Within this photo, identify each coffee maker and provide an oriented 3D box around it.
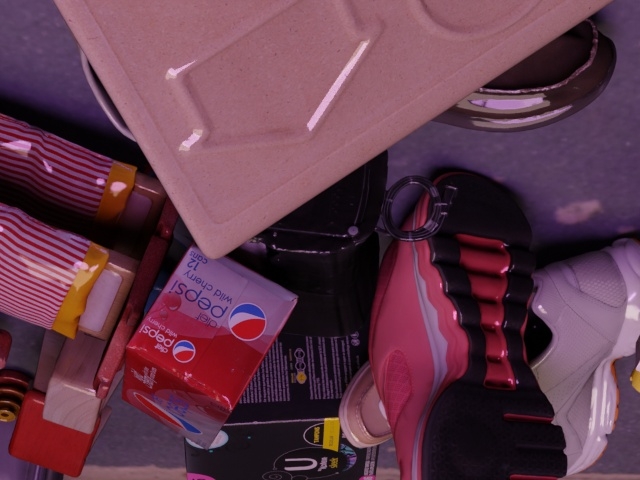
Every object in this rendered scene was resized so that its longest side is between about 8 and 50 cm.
[{"bbox_3d":[0.000,0.000,1.274,0.171,0.120,0.178,29,164,14],"label":"coffee maker"}]

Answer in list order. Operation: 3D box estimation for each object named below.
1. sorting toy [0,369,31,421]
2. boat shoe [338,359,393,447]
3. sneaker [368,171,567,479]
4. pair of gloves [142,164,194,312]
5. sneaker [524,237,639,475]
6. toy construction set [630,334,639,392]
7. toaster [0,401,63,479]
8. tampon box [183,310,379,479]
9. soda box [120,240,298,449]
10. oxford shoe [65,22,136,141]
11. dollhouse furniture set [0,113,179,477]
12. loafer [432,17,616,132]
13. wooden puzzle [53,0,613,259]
[{"bbox_3d":[-0.301,0.133,1.596,0.102,0.042,0.061,14,142,-11],"label":"sorting toy"},{"bbox_3d":[0.084,0.105,1.426,0.059,0.170,0.063,-16,106,51],"label":"boat shoe"},{"bbox_3d":[0.095,0.114,1.322,0.116,0.314,0.136,13,153,-23],"label":"sneaker"},{"bbox_3d":[-0.119,0.011,1.433,0.159,0.023,0.198,33,134,-29],"label":"pair of gloves"},{"bbox_3d":[0.175,0.098,1.433,0.121,0.099,0.262,-6,138,-17],"label":"sneaker"},{"bbox_3d":[0.372,0.082,1.295,0.327,0.215,0.151,27,118,-18],"label":"toy construction set"},{"bbox_3d":[-0.317,0.228,1.668,0.185,0.110,0.168,5,144,0],"label":"toaster"},{"bbox_3d":[-0.034,0.134,1.498,0.161,0.101,0.120,-3,147,-3],"label":"tampon box"},{"bbox_3d":[-0.086,0.081,1.297,0.083,0.092,0.263,31,165,1],"label":"soda box"},{"bbox_3d":[-0.116,-0.215,1.048,0.169,0.130,0.449,-3,141,14],"label":"oxford shoe"},{"bbox_3d":[-0.242,0.064,1.377,0.201,0.152,0.374,21,140,-4],"label":"dollhouse furniture set"},{"bbox_3d":[0.082,-0.122,1.183,0.220,0.080,0.078,-2,143,9],"label":"loafer"},{"bbox_3d":[0.005,-0.185,1.017,0.322,0.080,0.348,-33,140,-6],"label":"wooden puzzle"}]
